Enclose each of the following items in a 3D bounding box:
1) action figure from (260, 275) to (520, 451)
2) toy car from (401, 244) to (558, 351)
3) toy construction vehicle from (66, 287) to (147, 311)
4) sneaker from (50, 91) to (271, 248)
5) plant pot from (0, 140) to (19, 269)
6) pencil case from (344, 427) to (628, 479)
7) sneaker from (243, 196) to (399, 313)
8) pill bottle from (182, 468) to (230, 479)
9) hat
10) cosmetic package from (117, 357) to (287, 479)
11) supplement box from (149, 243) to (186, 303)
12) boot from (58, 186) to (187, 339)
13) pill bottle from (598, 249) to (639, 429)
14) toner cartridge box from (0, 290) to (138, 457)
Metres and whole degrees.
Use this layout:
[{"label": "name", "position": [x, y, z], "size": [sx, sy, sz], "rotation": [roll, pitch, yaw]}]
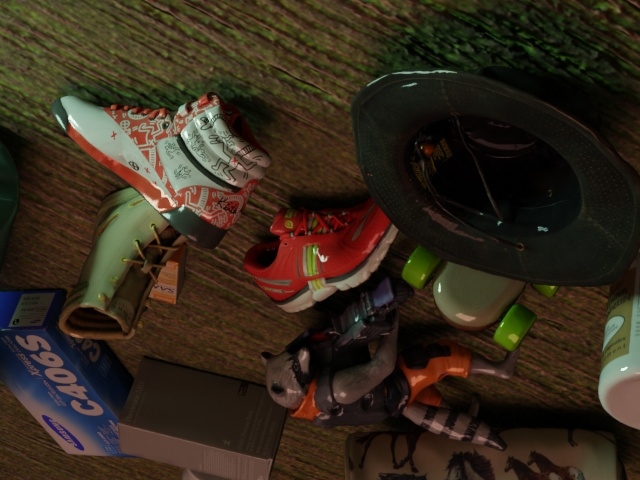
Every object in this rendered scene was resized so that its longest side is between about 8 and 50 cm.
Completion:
[{"label": "action figure", "position": [0.089, 0.174, 1.634], "size": [0.330, 0.179, 0.341], "rotation": [3, 158, -12]}, {"label": "toy car", "position": [0.192, 0.056, 1.504], "size": [0.155, 0.149, 0.188], "rotation": [34, 165, 13]}, {"label": "toy construction vehicle", "position": [-0.303, 0.081, 1.802], "size": [0.086, 0.035, 0.098], "rotation": [29, 145, -33]}, {"label": "sneaker", "position": [-0.177, -0.123, 1.452], "size": [0.270, 0.145, 0.090], "rotation": [39, -172, 21]}, {"label": "plant pot", "position": [-0.539, 0.015, 1.587], "size": [0.341, 0.341, 0.334], "rotation": [26, 134, -12]}, {"label": "pencil case", "position": [0.237, 0.355, 1.778], "size": [0.410, 0.184, 0.160], "rotation": [-3, 158, 11]}, {"label": "sneaker", "position": [0.000, 0.000, 1.527], "size": [0.118, 0.107, 0.279], "rotation": [41, 135, -15]}, {"label": "pill bottle", "position": [-0.164, 0.408, 2.084], "size": [0.121, 0.121, 0.221], "rotation": [11, 143, 7]}, {"label": "hat", "position": [0.198, -0.092, 1.306], "size": [0.331, 0.134, 0.331], "rotation": [26, 148, 18]}, {"label": "cosmetic package", "position": [-0.176, 0.275, 1.918], "size": [0.238, 0.127, 0.107], "rotation": [13, 143, 2]}, {"label": "supplement box", "position": [-0.216, 0.039, 1.706], "size": [0.062, 0.036, 0.098], "rotation": [15, 143, 3]}, {"label": "boot", "position": [-0.200, 0.013, 1.528], "size": [0.262, 0.203, 0.095], "rotation": [-16, 133, 37]}, {"label": "pill bottle", "position": [0.377, 0.082, 1.377], "size": [0.131, 0.229, 0.131], "rotation": [10, 143, 8]}, {"label": "toner cartridge box", "position": [-0.394, 0.212, 1.961], "size": [0.165, 0.075, 0.348], "rotation": [-2, 139, 26]}]
